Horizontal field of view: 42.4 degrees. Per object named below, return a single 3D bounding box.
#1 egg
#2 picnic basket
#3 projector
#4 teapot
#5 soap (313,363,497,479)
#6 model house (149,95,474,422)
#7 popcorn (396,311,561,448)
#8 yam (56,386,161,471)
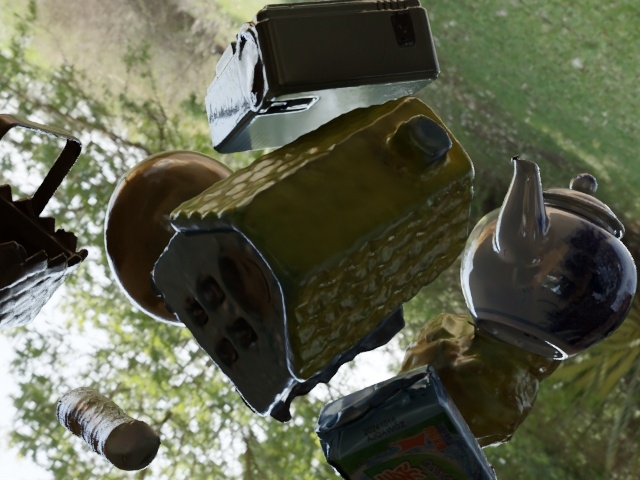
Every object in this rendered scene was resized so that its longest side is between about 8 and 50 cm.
[{"bbox_3d":[-0.205,-0.003,1.271,0.250,0.250,0.322,39,161,22],"label":"egg"},{"bbox_3d":[-0.510,-0.041,1.289,0.291,0.321,0.254,34,-175,10],"label":"picnic basket"},{"bbox_3d":[-0.013,-0.178,0.910,0.256,0.191,0.099,158,100,-69],"label":"projector"},{"bbox_3d":[0.349,0.024,1.230,0.252,0.280,0.424,15,164,39],"label":"teapot"},{"bbox_3d":[0.110,0.257,0.995,0.293,0.156,0.077,54,-167,-40],"label":"soap"},{"bbox_3d":[0.000,0.000,0.785,0.215,0.237,0.303,50,150,11],"label":"model house"},{"bbox_3d":[0.283,0.220,1.420,0.225,0.276,0.276,33,-175,-44],"label":"popcorn"},{"bbox_3d":[-0.312,0.266,1.188,0.081,0.081,0.356,36,163,-21],"label":"yam"}]
